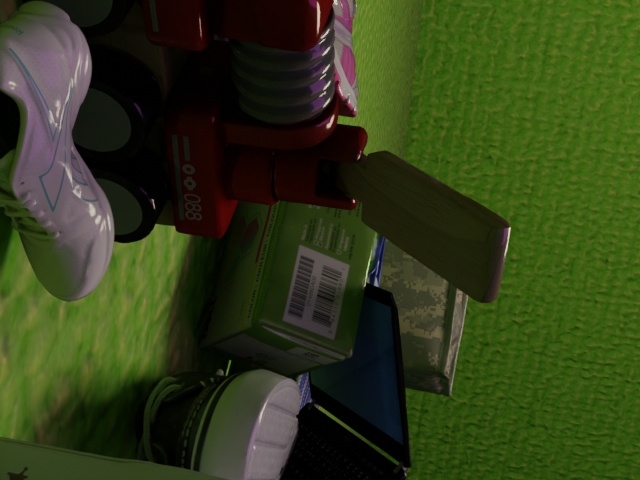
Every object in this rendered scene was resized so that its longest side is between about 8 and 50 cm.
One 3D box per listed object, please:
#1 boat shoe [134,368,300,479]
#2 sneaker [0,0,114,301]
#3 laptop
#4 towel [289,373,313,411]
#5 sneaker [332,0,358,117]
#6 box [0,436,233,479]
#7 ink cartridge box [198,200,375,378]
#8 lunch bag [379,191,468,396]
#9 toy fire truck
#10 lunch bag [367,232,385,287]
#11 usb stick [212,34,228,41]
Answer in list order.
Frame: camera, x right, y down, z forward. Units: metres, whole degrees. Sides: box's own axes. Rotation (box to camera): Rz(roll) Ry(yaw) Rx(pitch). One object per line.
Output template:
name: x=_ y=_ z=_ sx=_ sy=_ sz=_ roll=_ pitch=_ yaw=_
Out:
boat shoe: x=-0.086 y=0.157 z=0.830 sx=0.335 sy=0.119 sz=0.121 roll=96 pitch=12 yaw=-74
sneaker: x=-0.137 y=-0.031 z=0.514 sx=0.061 sy=0.053 sz=0.152 roll=-55 pitch=149 yaw=-52
laptop: x=-0.029 y=0.169 z=1.024 sx=0.264 sy=0.136 sz=0.234 roll=-46 pitch=-160 yaw=-10
towel: x=-0.052 y=0.350 z=1.640 sx=0.336 sy=0.040 sz=0.243 roll=82 pitch=20 yaw=-59
sneaker: x=-0.008 y=-0.194 z=1.041 sx=0.252 sy=0.103 sz=0.111 roll=72 pitch=29 yaw=-75
box: x=-0.075 y=0.264 z=0.666 sx=0.345 sy=0.215 sz=0.168 roll=83 pitch=19 yaw=-63
ink cartridge box: x=-0.056 y=0.035 z=1.053 sx=0.255 sy=0.097 sz=0.189 roll=-27 pitch=-135 yaw=56
lunch bag: x=0.099 y=0.059 z=1.611 sx=0.169 sy=0.235 sz=0.287 roll=65 pitch=35 yaw=-67
toy fire truck: x=-0.017 y=-0.078 z=0.571 sx=0.158 sy=0.246 sz=0.217 roll=-74 pitch=170 yaw=-45
lunch bag: x=0.008 y=0.046 z=1.335 sx=0.096 sy=0.129 sz=0.151 roll=58 pitch=43 yaw=-79
usb stick: x=-0.070 y=-0.183 z=0.812 sx=0.077 sy=0.045 sz=0.278 roll=50 pitch=50 yaw=-79
